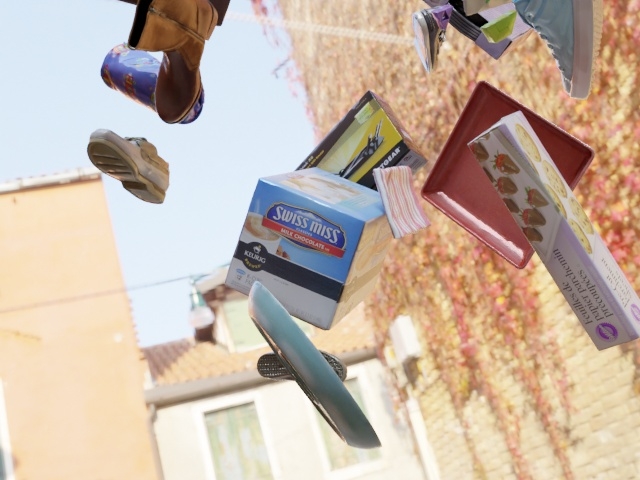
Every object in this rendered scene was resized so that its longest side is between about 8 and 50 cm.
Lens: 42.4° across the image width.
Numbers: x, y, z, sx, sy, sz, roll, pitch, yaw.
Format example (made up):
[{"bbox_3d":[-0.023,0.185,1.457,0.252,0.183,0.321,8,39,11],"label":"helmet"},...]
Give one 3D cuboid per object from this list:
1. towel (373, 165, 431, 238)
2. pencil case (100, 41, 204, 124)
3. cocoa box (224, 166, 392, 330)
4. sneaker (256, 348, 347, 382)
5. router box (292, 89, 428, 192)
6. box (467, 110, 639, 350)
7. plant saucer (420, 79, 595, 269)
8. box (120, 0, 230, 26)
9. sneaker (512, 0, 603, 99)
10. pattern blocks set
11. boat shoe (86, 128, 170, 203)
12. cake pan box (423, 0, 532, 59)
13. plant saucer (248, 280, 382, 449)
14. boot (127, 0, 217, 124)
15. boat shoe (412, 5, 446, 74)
[{"bbox_3d":[0.165,-0.082,1.659,0.029,0.144,0.197,-20,-2,24],"label":"towel"},{"bbox_3d":[-0.392,-0.372,1.940,0.133,0.306,0.119,-22,-51,-37],"label":"pencil case"},{"bbox_3d":[0.000,0.000,1.671,0.228,0.231,0.347,-70,-14,14],"label":"cocoa box"},{"bbox_3d":[-0.023,0.226,1.492,0.188,0.066,0.071,2,-5,33],"label":"sneaker"},{"bbox_3d":[0.081,-0.169,1.966,0.081,0.243,0.309,26,-63,-41],"label":"router box"},{"bbox_3d":[0.308,-0.013,1.064,0.063,0.324,0.067,-31,3,41],"label":"box"},{"bbox_3d":[0.342,-0.122,1.520,0.048,0.258,0.259,-13,-44,-50],"label":"plant saucer"},{"bbox_3d":[-0.380,-0.572,1.693,0.381,0.191,0.143,6,-60,-38],"label":"box"},{"bbox_3d":[0.437,-0.422,1.523,0.150,0.135,0.366,6,-44,26],"label":"sneaker"},{"bbox_3d":[0.316,-0.498,1.492,0.325,0.026,0.285,-38,-50,-21],"label":"pattern blocks set"},{"bbox_3d":[-0.442,-0.191,1.919,0.113,0.103,0.302,9,-19,17],"label":"boat shoe"},{"bbox_3d":[0.384,-0.551,1.981,0.070,0.246,0.267,-56,-9,35],"label":"cake pan box"},{"bbox_3d":[-0.020,0.200,1.268,0.044,0.317,0.317,-36,-20,-10],"label":"plant saucer"},{"bbox_3d":[-0.285,-0.347,1.546,0.264,0.096,0.280,-63,-5,10],"label":"boot"},{"bbox_3d":[0.224,-0.392,1.621,0.065,0.075,0.206,-25,-18,2],"label":"boat shoe"}]
